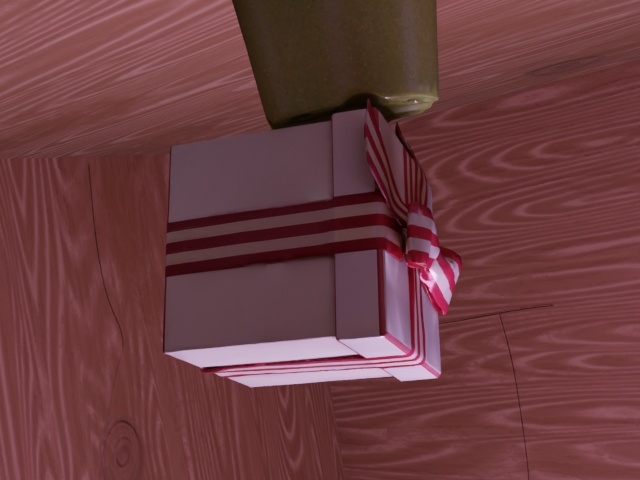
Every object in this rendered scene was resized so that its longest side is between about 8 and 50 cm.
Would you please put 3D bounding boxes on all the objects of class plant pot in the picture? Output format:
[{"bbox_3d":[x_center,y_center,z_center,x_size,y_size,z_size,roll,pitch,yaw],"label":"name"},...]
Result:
[{"bbox_3d":[0.015,-0.249,1.014,0.276,0.254,0.276,-9,179,0],"label":"plant pot"}]

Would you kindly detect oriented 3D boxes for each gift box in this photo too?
[{"bbox_3d":[0.000,0.000,0.999,0.258,0.276,0.255,-6,166,18],"label":"gift box"}]
